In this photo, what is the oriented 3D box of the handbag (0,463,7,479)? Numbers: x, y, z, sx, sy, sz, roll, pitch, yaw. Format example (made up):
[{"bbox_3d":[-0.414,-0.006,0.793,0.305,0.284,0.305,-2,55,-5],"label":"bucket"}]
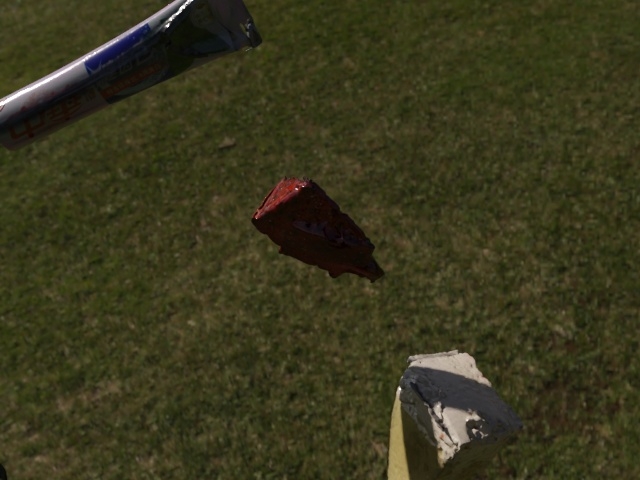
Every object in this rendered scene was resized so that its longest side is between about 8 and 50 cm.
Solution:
[{"bbox_3d":[-0.297,0.086,0.242,0.326,0.118,0.269,28,67,14],"label":"handbag"}]

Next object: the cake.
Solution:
[{"bbox_3d":[0.067,0.130,0.488,0.052,0.121,0.065,-10,30,-28],"label":"cake"}]

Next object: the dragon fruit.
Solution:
[{"bbox_3d":[-0.003,0.002,0.852,0.063,0.131,0.097,-45,10,-11],"label":"dragon fruit"}]

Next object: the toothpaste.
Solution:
[{"bbox_3d":[-0.116,-0.089,0.472,0.170,0.045,0.028,-26,24,5],"label":"toothpaste"}]
